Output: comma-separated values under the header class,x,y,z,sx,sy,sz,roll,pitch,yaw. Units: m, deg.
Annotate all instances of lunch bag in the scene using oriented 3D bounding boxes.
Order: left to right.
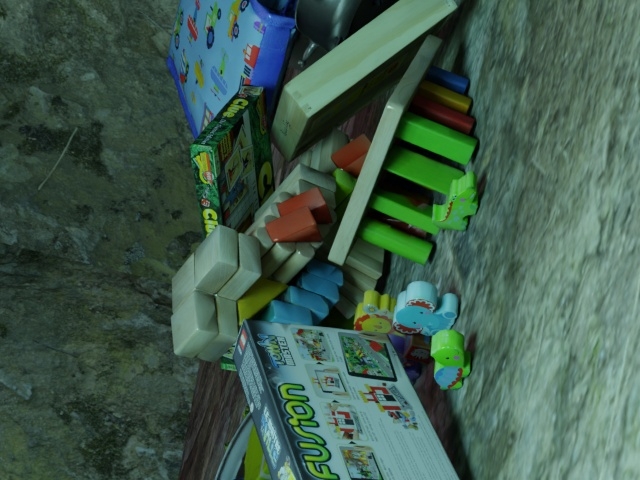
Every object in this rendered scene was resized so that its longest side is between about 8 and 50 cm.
class,x,y,z,sx,sy,sz,roll,pitch,yaw
lunch bag,-0.086,-0.208,1.428,0.293,0.138,0.221,-98,22,-52

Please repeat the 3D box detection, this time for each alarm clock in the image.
class,x,y,z,sx,sy,sz,roll,pitch,yaw
alarm clock,0.050,-0.250,1.225,0.192,0.064,0.129,-49,-16,-23

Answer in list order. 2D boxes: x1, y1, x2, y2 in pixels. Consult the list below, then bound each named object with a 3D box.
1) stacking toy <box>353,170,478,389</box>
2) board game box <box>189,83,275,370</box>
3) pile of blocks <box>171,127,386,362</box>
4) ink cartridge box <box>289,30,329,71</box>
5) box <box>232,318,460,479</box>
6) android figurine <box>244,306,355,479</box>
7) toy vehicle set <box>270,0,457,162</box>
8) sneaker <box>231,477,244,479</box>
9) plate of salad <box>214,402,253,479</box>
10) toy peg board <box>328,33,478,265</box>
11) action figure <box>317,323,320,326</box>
class,x,y,z,sx,sy,sz,roll,pitch,yaw
stacking toy,0.067,0.072,1.003,0.221,0.052,0.167,114,167,-50
board game box,-0.078,-0.011,1.295,0.136,0.030,0.259,-62,-27,-52
pile of blocks,0.000,0.000,1.195,0.112,0.149,0.362,-46,0,38
ink cartridge box,0.054,-0.361,1.593,0.223,0.129,0.307,179,104,-82
box,0.018,0.128,0.849,0.207,0.114,0.036,-115,37,-56
android figurine,-0.015,0.167,1.344,0.248,0.056,0.273,-82,15,-47
toy vehicle set,0.032,-0.155,1.237,0.166,0.035,0.267,-37,-1,-8
sneaker,-0.115,0.419,1.476,0.131,0.112,0.296,106,177,-53
plate of salad,-0.100,0.283,1.616,0.200,0.048,0.199,-53,-26,-40
toy peg board,0.086,-0.067,1.109,0.160,0.079,0.161,-59,-8,-57
action figure,-0.033,0.110,1.241,0.232,0.064,0.137,-84,12,-56
